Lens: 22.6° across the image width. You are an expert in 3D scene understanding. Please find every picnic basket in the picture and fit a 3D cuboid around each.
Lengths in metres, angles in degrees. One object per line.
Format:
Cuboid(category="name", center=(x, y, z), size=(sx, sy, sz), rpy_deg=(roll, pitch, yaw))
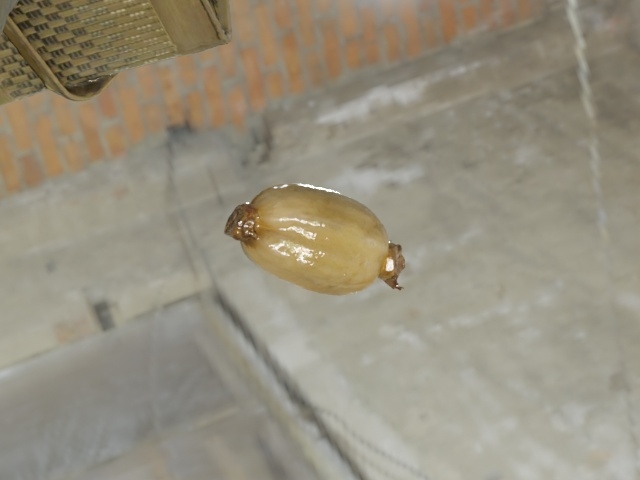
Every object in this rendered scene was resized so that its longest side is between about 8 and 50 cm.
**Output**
Cuboid(category="picnic basket", center=(-0.145, -0.219, 0.893), size=(0.165, 0.139, 0.267), rpy_deg=(64, 15, -49))

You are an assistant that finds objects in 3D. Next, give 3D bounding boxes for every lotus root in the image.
Cuboid(category="lotus root", center=(0.000, 0.000, 1.136), size=(0.062, 0.150, 0.073), rpy_deg=(25, -83, 60))

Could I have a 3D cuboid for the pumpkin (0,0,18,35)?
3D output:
Cuboid(category="pumpkin", center=(-0.188, -0.106, 0.400), size=(0.242, 0.232, 0.325), rpy_deg=(-38, -107, 49))
